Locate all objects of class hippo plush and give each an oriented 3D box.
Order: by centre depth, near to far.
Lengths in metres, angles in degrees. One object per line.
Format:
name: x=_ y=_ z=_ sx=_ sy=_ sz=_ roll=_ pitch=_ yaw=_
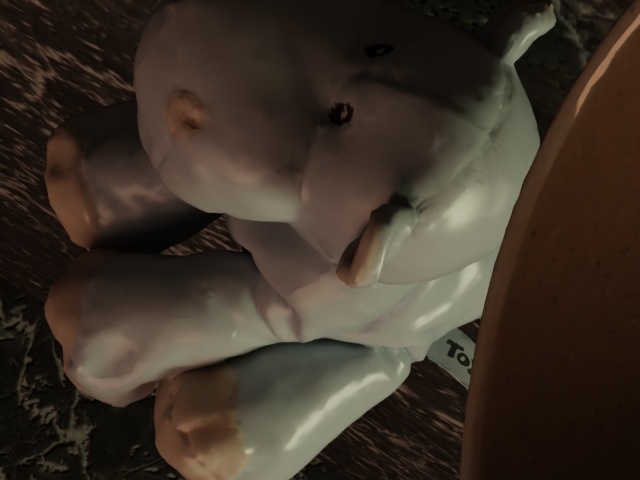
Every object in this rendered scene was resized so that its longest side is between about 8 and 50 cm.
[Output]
hippo plush: x=0.000 y=0.000 z=0.768 sx=0.294 sy=0.234 sz=0.236 roll=31 pitch=167 yaw=3

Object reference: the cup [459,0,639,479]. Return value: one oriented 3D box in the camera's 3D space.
cup: x=0.223 y=0.074 z=0.490 sx=0.237 sy=0.331 sz=0.331 roll=9 pitch=177 yaw=-26
